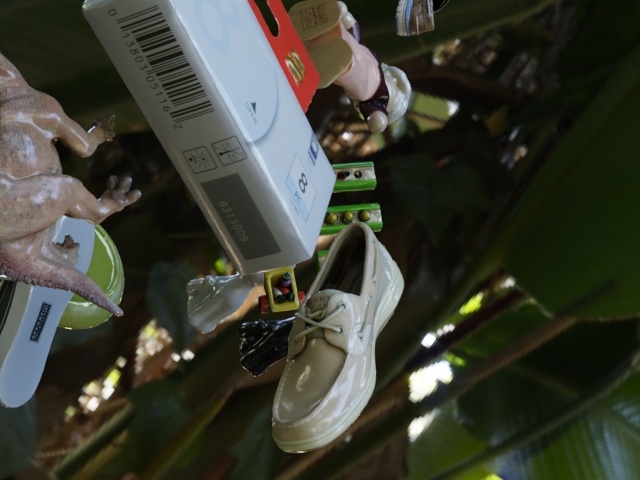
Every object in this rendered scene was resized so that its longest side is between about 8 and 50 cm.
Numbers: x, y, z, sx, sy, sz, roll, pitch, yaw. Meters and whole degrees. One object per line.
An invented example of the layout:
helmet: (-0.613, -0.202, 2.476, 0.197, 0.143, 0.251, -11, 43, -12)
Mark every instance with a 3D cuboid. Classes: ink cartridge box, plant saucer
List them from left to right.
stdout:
plant saucer: (-0.419, 0.031, 1.773, 0.241, 0.241, 0.037, 41, -53, -18)
ink cartridge box: (-0.068, -0.202, 1.099, 0.091, 0.385, 0.308, -14, -56, 25)

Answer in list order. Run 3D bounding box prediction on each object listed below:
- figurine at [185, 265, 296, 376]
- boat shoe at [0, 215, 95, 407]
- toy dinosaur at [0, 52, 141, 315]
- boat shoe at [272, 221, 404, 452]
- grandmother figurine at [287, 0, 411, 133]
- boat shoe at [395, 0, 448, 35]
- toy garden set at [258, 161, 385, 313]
figurine: (-0.095, 0.109, 1.843, 0.209, 0.092, 0.215, -33, -62, 27)
boat shoe: (-0.412, 0.075, 1.496, 0.105, 0.306, 0.113, 12, -9, 27)
toy dinosaur: (-0.274, -0.060, 0.920, 0.127, 0.295, 0.200, -19, -5, 27)
boat shoe: (0.010, 0.098, 1.175, 0.109, 0.302, 0.098, -7, -55, 30)
grandmother figurine: (0.049, -0.241, 1.531, 0.104, 0.207, 0.342, -10, -12, 17)
boat shoe: (0.166, -0.385, 1.667, 0.066, 0.183, 0.066, 7, -30, 15)
toy garden set: (0.000, 0.000, 1.612, 0.204, 0.244, 0.049, -5, -13, -14)
